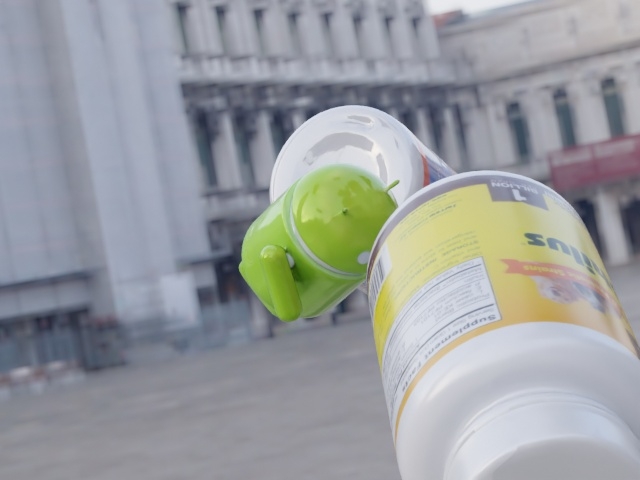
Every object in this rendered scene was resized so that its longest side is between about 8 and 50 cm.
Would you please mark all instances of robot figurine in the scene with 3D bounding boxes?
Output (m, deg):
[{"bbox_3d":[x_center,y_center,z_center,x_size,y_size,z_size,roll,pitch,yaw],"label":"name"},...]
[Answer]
[{"bbox_3d":[0.000,0.000,0.963,0.101,0.067,0.115,-32,-6,-40],"label":"robot figurine"}]

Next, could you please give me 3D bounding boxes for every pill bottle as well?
[{"bbox_3d":[0.087,0.062,0.791,0.117,0.117,0.215,-11,29,1],"label":"pill bottle"},{"bbox_3d":[0.058,-0.016,1.376,0.124,0.124,0.221,-11,-18,20],"label":"pill bottle"}]
